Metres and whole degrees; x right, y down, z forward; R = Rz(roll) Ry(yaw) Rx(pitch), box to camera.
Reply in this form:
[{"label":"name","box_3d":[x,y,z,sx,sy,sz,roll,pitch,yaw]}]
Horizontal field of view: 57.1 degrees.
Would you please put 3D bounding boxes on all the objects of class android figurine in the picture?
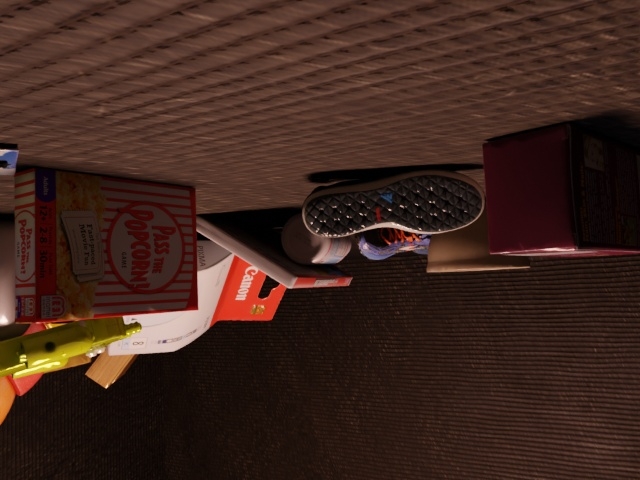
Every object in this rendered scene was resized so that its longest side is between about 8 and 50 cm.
[{"label":"android figurine","box_3d":[-0.424,0.171,0.929,0.273,0.056,0.248,-12,171,-36]}]

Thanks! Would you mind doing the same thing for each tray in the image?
[{"label":"tray","box_3d":[-0.473,0.207,1.642,0.076,0.411,0.203,37,171,-4]}]

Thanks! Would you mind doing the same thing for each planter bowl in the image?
[{"label":"planter bowl","box_3d":[0.251,-0.006,0.953,0.162,0.109,0.162,-2,175,0]}]

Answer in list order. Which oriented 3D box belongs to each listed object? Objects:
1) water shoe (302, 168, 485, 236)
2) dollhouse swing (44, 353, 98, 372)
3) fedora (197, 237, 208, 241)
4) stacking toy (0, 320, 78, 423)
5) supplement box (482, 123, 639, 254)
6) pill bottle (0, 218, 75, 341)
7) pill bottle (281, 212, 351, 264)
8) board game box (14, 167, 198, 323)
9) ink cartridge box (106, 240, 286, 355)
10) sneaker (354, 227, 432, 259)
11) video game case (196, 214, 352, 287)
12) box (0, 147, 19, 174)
[{"label":"water shoe","box_3d":[0.080,-0.051,0.670,0.203,0.072,0.080,-3,-158,2]},{"label":"dollhouse swing","box_3d":[-0.773,0.175,1.493,0.315,0.304,0.347,-4,176,14]},{"label":"fedora","box_3d":[-0.278,0.051,1.370,0.079,0.194,0.194,36,166,-11]},{"label":"stacking toy","box_3d":[-0.593,0.138,1.135,0.351,0.350,0.480,-8,-152,49]},{"label":"supplement box","box_3d":[0.238,-0.038,0.556,0.188,0.104,0.081,2,174,-44]},{"label":"pill bottle","box_3d":[-0.544,0.061,0.873,0.334,0.187,0.188,-1,175,-20]},{"label":"pill bottle","box_3d":[0.000,0.000,1.028,0.087,0.087,0.160,-4,175,19]},{"label":"board game box","box_3d":[-0.220,0.008,0.628,0.045,0.146,0.194,-6,175,38]},{"label":"ink cartridge box","box_3d":[-0.244,0.126,1.246,0.385,0.091,0.308,2,140,-22]},{"label":"sneaker","box_3d":[0.158,-0.018,1.067,0.221,0.083,0.087,-6,165,-31]},{"label":"video game case","box_3d":[-0.073,0.024,1.044,0.204,0.025,0.285,30,-172,20]},{"label":"box","box_3d":[-0.341,-0.051,0.467,0.178,0.042,0.109,1,175,-29]}]
